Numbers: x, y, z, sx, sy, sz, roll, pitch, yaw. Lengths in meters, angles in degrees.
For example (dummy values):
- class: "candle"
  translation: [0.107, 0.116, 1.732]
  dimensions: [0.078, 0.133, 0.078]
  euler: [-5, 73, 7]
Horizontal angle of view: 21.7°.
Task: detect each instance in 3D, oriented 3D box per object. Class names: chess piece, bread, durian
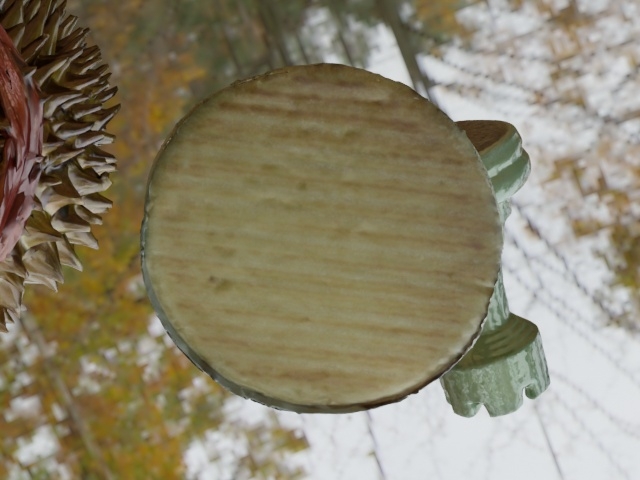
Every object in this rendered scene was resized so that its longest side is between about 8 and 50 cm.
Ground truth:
- class: "chess piece"
  translation: [0.158, 0.035, 1.812]
  dimensions: [0.194, 0.299, 0.194]
  euler: [-15, -163, 5]
- class: "bread"
  translation: [0.000, 0.000, 1.164]
  dimensions: [0.267, 0.267, 0.040]
  euler: [-18, -162, 14]
- class: "durian"
  translation: [-0.286, -0.078, 0.971]
  dimensions: [0.347, 0.348, 0.384]
  euler: [-10, -170, 38]
